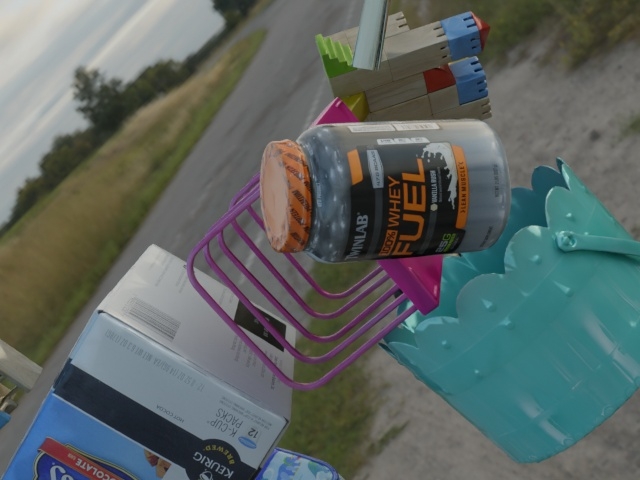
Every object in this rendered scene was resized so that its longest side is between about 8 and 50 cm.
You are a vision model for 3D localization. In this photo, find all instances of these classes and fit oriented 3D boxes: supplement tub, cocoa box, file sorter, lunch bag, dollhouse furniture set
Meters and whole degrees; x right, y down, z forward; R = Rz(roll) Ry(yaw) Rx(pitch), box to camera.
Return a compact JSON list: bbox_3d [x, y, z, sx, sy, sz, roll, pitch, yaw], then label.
[{"bbox_3d":[0.052,-0.041,0.900,0.190,0.117,0.117,-5,-2,-18],"label":"supplement tub"},{"bbox_3d":[-0.180,0.185,1.243,0.228,0.231,0.347,-58,6,10],"label":"cocoa box"},{"bbox_3d":[0.000,0.000,1.160,0.182,0.202,0.291,-39,7,16],"label":"file sorter"},{"bbox_3d":[-0.066,0.426,1.618,0.176,0.090,0.219,12,61,44],"label":"lunch bag"},{"bbox_3d":[-0.453,0.203,1.292,0.183,0.129,0.129,-39,20,36],"label":"dollhouse furniture set"}]

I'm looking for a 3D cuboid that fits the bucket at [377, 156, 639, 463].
[{"bbox_3d":[0.211,0.072,1.073,0.281,0.183,0.281,-46,3,3],"label":"bucket"}]

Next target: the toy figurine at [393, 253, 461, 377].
[{"bbox_3d":[0.231,0.121,1.636,0.213,0.209,0.148,13,33,40],"label":"toy figurine"}]

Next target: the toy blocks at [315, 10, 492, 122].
[{"bbox_3d":[0.157,-0.232,1.759,0.261,0.381,0.191,-18,51,2],"label":"toy blocks"}]

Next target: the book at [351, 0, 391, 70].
[{"bbox_3d":[0.072,-0.290,1.357,0.096,0.035,0.144,-57,-23,-75],"label":"book"}]
